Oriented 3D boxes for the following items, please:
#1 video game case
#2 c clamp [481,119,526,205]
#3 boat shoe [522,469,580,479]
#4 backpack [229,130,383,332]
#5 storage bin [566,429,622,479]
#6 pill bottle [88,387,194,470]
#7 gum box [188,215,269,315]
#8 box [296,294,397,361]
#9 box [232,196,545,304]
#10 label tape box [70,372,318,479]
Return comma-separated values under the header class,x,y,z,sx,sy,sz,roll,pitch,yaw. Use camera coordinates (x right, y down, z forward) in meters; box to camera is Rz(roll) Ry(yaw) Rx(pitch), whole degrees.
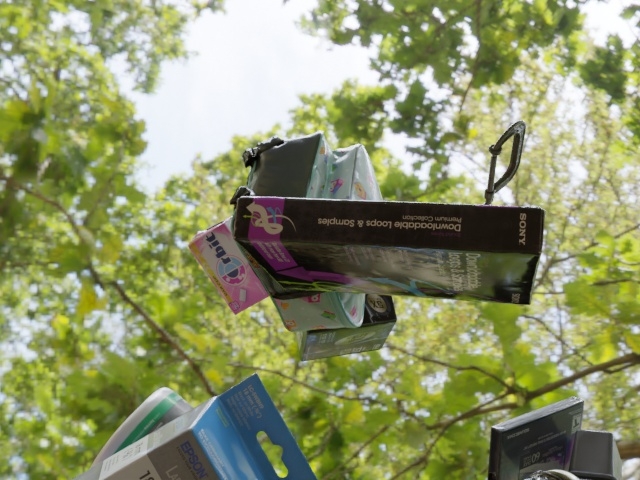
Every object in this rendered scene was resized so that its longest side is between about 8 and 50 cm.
class,x,y,z,sx,sy,sz,roll,pitch,yaw
video game case,0.331,0.395,1.264,0.026,0.196,0.274,18,-69,52
c clamp,0.302,-0.122,1.361,0.022,0.137,0.160,37,-36,32
boat shoe,0.305,0.407,0.883,0.127,0.113,0.340,-44,-131,29
backpack,0.000,0.000,0.832,0.144,0.188,0.165,-5,-139,10
storage bin,0.415,0.353,1.233,0.098,0.135,0.091,-3,-131,28
pill bottle,-0.183,0.426,1.317,0.361,0.204,0.204,38,-63,5
gum box,-0.179,0.046,1.674,0.107,0.062,0.188,-30,-82,27
box,0.037,0.135,1.354,0.180,0.147,0.077,103,-22,-66
box,0.044,0.008,0.469,0.162,0.116,0.029,1,-107,13
label tape box,-0.172,0.375,1.121,0.240,0.334,0.106,61,-9,-5
